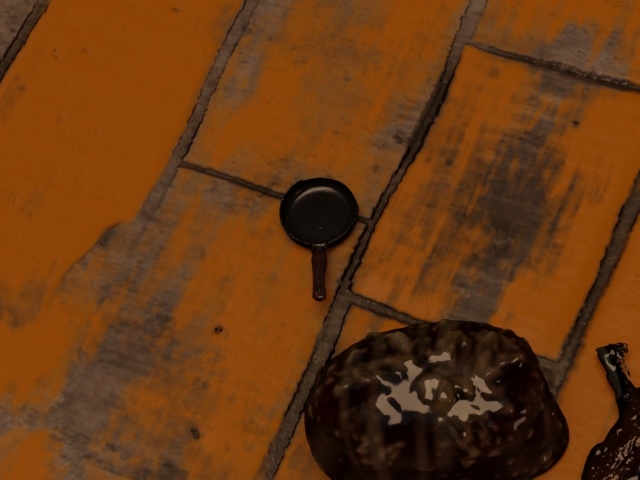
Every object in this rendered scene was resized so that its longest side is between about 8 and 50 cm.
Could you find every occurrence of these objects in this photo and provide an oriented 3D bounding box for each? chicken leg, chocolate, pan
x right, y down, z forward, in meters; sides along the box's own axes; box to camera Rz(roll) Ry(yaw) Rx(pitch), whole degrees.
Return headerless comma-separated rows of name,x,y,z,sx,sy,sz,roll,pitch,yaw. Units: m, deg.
chicken leg,0.390,0.248,1.992,0.106,0.051,0.253,3,61,17
chocolate,0.142,0.207,1.967,0.340,0.210,0.225,-5,65,8
pan,0.000,0.002,2.190,0.114,0.040,0.212,-6,55,6
